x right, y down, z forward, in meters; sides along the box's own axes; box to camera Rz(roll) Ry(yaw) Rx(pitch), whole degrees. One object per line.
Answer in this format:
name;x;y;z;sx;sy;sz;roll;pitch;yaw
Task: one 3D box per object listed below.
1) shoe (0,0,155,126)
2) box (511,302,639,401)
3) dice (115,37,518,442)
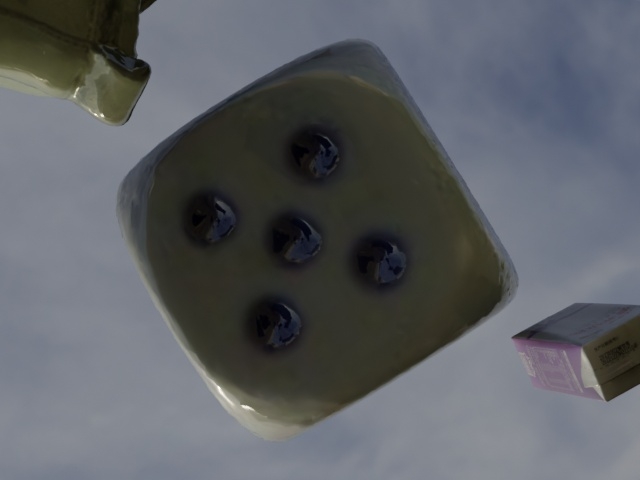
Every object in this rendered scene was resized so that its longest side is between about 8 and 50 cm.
shoe;-0.081;-0.134;0.554;0.098;0.275;0.103;28;-51;-12
box;0.150;0.061;0.881;0.051;0.117;0.036;-27;-85;-10
dice;0.000;0.000;0.978;0.192;0.194;0.193;-33;-2;7
